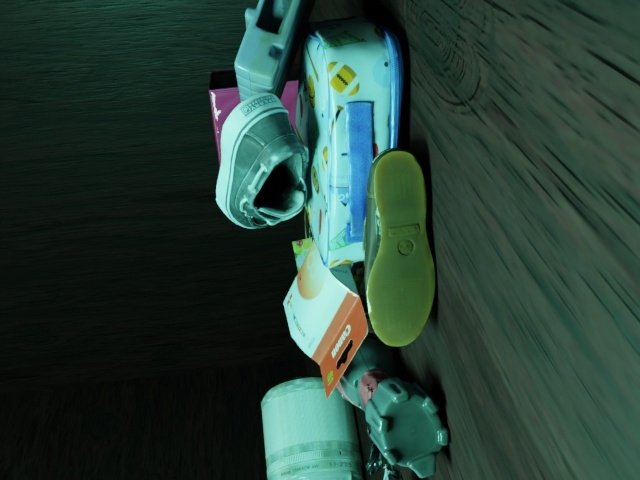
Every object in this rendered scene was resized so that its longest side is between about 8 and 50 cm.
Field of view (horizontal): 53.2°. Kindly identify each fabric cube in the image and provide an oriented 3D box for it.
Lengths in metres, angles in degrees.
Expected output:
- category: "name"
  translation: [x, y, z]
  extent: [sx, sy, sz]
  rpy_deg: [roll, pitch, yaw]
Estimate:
- category: "fabric cube"
  translation: [-0.108, -0.252, 1.462]
  extent: [0.254, 0.259, 0.258]
  rpy_deg: [-110, 13, -67]

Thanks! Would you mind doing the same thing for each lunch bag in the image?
- category: "lunch bag"
  translation: [0.037, -0.119, 0.810]
  extent: [0.243, 0.115, 0.303]
  rpy_deg: [-111, 17, -63]

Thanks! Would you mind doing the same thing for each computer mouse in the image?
- category: "computer mouse"
  translation: [0.093, 0.339, 0.843]
  extent: [0.106, 0.042, 0.192]
  rpy_deg: [-90, -18, -76]

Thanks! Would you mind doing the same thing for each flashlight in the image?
- category: "flashlight"
  translation: [0.075, 0.187, 0.815]
  extent: [0.304, 0.103, 0.103]
  rpy_deg: [-178, 112, -83]

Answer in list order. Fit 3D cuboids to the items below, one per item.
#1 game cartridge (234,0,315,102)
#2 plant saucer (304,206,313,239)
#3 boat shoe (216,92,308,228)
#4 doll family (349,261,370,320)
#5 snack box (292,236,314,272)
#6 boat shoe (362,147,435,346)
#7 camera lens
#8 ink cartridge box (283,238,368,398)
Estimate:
- category: "game cartridge"
  translation: [-0.028, -0.341, 0.807]
  extent: [0.230, 0.068, 0.354]
  rpy_deg: [171, 118, -81]
- category: "plant saucer"
  translation: [0.000, 0.000, 1.606]
  extent: [0.310, 0.050, 0.310]
  rpy_deg: [175, 90, -82]
- category: "boat shoe"
  translation: [-0.066, -0.069, 0.841]
  extent: [0.102, 0.108, 0.301]
  rpy_deg: [55, 160, 14]
- category: "doll family"
  translation: [0.046, 0.054, 1.054]
  extent: [0.163, 0.119, 0.262]
  rpy_deg: [80, -159, -74]
- category: "snack box"
  translation: [-0.005, 0.040, 1.461]
  extent: [0.141, 0.037, 0.100]
  rpy_deg: [-13, 89, 55]
- category: "boat shoe"
  translation: [0.082, 0.005, 0.684]
  extent: [0.073, 0.073, 0.206]
  rpy_deg: [-119, 31, -82]
- category: "camera lens"
  translation: [-0.021, 0.470, 1.491]
  extent: [0.219, 0.220, 0.274]
  rpy_deg: [92, 171, -56]
- category: "ink cartridge box"
  translation: [0.001, 0.103, 0.880]
  extent: [0.179, 0.045, 0.145]
  rpy_deg: [-103, 32, -49]
